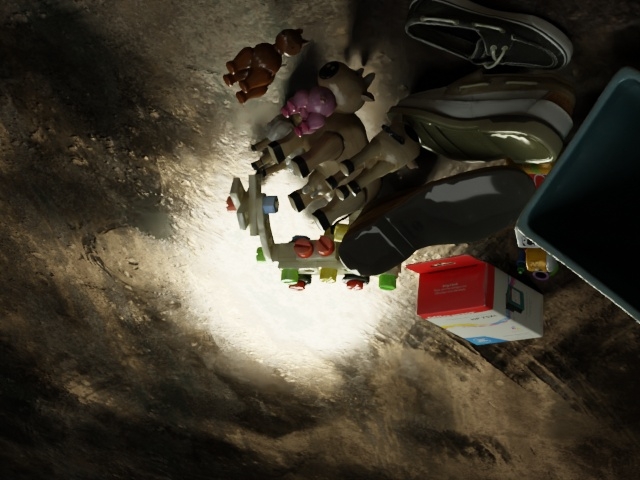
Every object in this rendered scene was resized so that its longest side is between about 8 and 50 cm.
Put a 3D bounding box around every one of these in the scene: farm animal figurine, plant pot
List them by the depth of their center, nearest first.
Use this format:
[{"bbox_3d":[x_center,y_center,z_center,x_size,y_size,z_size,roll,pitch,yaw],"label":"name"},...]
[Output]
[{"bbox_3d":[0.459,-0.033,1.536,0.247,0.248,0.252,42,-164,35],"label":"plant pot"},{"bbox_3d":[0.030,-0.149,1.674,0.330,0.172,0.327,46,161,32],"label":"farm animal figurine"}]

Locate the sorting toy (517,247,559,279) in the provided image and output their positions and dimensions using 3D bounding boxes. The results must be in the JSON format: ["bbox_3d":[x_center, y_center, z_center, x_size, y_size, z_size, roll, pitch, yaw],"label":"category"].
[{"bbox_3d":[0.344,0.037,1.913,0.061,0.042,0.102,3,143,23],"label":"sorting toy"}]

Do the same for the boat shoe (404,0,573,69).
[{"bbox_3d":[0.215,-0.256,1.548,0.219,0.070,0.078,18,146,3],"label":"boat shoe"}]

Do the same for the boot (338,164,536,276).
[{"bbox_3d":[0.164,-0.053,1.697,0.305,0.115,0.112,-21,119,30],"label":"boot"}]

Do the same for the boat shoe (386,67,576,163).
[{"bbox_3d":[0.221,-0.173,1.630,0.302,0.103,0.113,14,159,48],"label":"boat shoe"}]

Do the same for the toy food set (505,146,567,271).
[{"bbox_3d":[0.341,-0.057,1.717,0.104,0.111,0.232,2,130,24],"label":"toy food set"}]

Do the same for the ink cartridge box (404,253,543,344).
[{"bbox_3d":[0.250,0.099,1.957,0.134,0.078,0.231,-12,153,39],"label":"ink cartridge box"}]

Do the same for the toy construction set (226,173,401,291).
[{"bbox_3d":[0.000,0.000,1.940,0.327,0.151,0.215,14,166,20],"label":"toy construction set"}]
